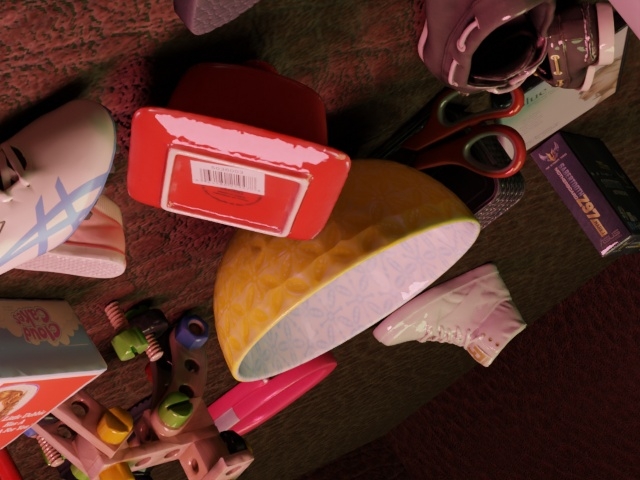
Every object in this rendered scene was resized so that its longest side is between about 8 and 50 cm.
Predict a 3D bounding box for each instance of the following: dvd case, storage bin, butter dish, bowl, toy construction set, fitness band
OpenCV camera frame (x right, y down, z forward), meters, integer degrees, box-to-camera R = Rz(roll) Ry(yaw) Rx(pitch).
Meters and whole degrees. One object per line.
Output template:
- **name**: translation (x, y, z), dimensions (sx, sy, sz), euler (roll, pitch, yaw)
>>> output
- **dvd case**: translation (0.295, -0.182, 1.460), dimensions (0.180, 0.022, 0.253), euler (-33, 165, 3)
- **storage bin**: translation (0.122, -0.052, 1.332), dimensions (0.180, 0.122, 0.084), euler (-40, 163, 26)
- **butter dish**: translation (-0.058, -0.085, 0.910), dimensions (0.160, 0.118, 0.160), euler (13, 155, -6)
- **bowl**: translation (0.000, 0.000, 1.190), dimensions (0.289, 0.156, 0.289), euler (-29, 165, -9)
- **toy construction set**: translation (-0.225, 0.249, 1.373), dimensions (0.309, 0.237, 0.257), euler (-37, 164, 18)
- **fitness band**: translation (-0.101, 0.272, 2.059), dimensions (0.291, 0.054, 0.209), euler (-37, 167, 22)

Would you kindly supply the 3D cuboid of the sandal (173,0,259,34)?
- **sandal**: translation (-0.034, -0.221, 0.652), dimensions (0.097, 0.054, 0.254), euler (-30, 157, -36)

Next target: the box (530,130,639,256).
- **box**: translation (0.415, -0.068, 1.748), dimensions (0.059, 0.183, 0.233), euler (-39, 162, 23)

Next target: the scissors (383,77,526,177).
- **scissors**: translation (0.090, -0.097, 1.289), dimensions (0.297, 0.109, 0.021), euler (-13, -175, 32)

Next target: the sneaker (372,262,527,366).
- **sneaker**: translation (0.252, 0.166, 2.194), dimensions (0.293, 0.169, 0.108), euler (-23, 164, -25)

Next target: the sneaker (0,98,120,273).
- **sneaker**: translation (-0.240, -0.017, 0.810), dimensions (0.237, 0.085, 0.086), euler (-36, 157, 3)

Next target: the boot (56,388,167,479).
- **boot**: translation (-0.243, 0.352, 1.722), dimensions (0.246, 0.207, 0.094), euler (-34, 165, 4)

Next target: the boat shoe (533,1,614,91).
- **boat shoe**: translation (0.249, -0.198, 1.218), dimensions (0.069, 0.081, 0.228), euler (-5, 178, 4)

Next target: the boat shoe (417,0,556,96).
- **boat shoe**: translation (0.151, -0.177, 1.046), dimensions (0.112, 0.095, 0.335), euler (-33, 165, 4)

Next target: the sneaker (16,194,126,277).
- **sneaker**: translation (-0.218, -0.015, 0.937), dimensions (0.134, 0.070, 0.051), euler (10, 154, -25)

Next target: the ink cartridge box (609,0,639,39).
- **ink cartridge box**: translation (0.327, -0.298, 0.951), dimensions (0.223, 0.129, 0.307), euler (-34, 165, 8)

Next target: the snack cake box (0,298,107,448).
- **snack cake box**: translation (-0.332, 0.126, 1.060), dimensions (0.152, 0.089, 0.264), euler (-38, 164, 15)
